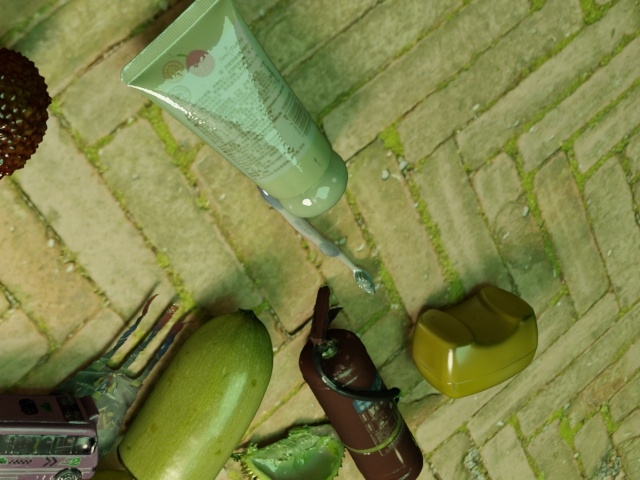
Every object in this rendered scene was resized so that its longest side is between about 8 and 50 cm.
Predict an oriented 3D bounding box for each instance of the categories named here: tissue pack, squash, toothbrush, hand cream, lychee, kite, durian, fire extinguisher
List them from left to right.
[{"bbox_3d":[-0.320,-0.125,1.054,0.129,0.123,0.123,-53,133,-2],"label":"lychee"},{"bbox_3d":[-0.255,0.170,1.359,0.245,0.015,0.141,-49,135,6],"label":"kite"},{"bbox_3d":[-0.141,0.198,1.377,0.132,0.132,0.247,23,104,-42],"label":"squash"},{"bbox_3d":[-0.078,-0.137,1.236,0.147,0.093,0.306,-42,132,2],"label":"hand cream"},{"bbox_3d":[-0.050,0.320,1.576,0.215,0.086,0.100,-11,90,-33],"label":"durian"},{"bbox_3d":[0.000,0.000,1.423,0.021,0.027,0.269,-39,133,10],"label":"toothbrush"},{"bbox_3d":[0.055,0.212,1.549,0.105,0.141,0.341,-9,132,21],"label":"fire extinguisher"},{"bbox_3d":[0.227,0.156,1.611,0.178,0.123,0.127,-20,124,-25],"label":"tissue pack"}]

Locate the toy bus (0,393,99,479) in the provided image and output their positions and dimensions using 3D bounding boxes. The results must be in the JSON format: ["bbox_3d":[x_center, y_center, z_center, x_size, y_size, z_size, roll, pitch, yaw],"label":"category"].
[{"bbox_3d":[-0.346,0.229,1.278,0.178,0.087,0.098,8,112,-32],"label":"toy bus"}]

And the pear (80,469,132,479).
[{"bbox_3d":[-0.267,0.370,1.390,0.149,0.149,0.162,-30,127,-16],"label":"pear"}]
